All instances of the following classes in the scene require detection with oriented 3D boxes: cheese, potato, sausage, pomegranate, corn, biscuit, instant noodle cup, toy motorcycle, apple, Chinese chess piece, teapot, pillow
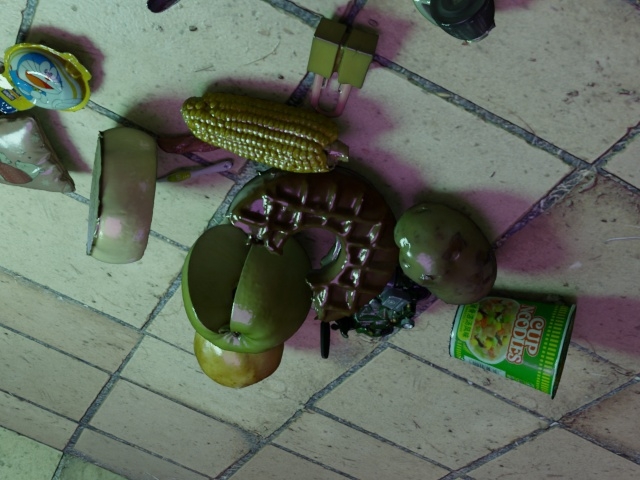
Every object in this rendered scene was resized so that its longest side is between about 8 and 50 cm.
[{"bbox_3d":[-0.545,-0.301,1.839,0.270,0.069,0.177,-10,137,35],"label":"cheese"},{"bbox_3d":[0.248,0.027,1.870,0.165,0.165,0.262,-16,144,38],"label":"potato"},{"bbox_3d":[-0.254,-0.192,1.893,0.157,0.042,0.036,-1,178,27],"label":"sausage"},{"bbox_3d":[-0.191,0.246,2.299,0.233,0.233,0.233,12,144,9],"label":"pomegranate"},{"bbox_3d":[-0.099,-0.197,1.751,0.321,0.119,0.119,14,144,11],"label":"corn"},{"bbox_3d":[0.009,-0.016,1.873,0.268,0.115,0.366,-36,121,12],"label":"biscuit"},{"bbox_3d":[0.400,0.208,2.023,0.232,0.207,0.207,12,145,19],"label":"instant noodle cup"},{"bbox_3d":[0.120,0.134,2.100,0.187,0.125,0.275,18,144,-17],"label":"toy motorcycle"},{"bbox_3d":[-0.157,0.101,2.055,0.291,0.254,0.292,11,149,7],"label":"apple"},{"bbox_3d":[-0.394,-0.088,1.889,0.112,0.270,0.270,6,147,-17],"label":"Chinese chess piece"},{"bbox_3d":[0.214,-0.351,1.457,0.092,0.124,0.091,-43,141,7],"label":"teapot"},{"bbox_3d":[-0.646,-0.185,2.024,0.223,0.084,0.236,6,146,18],"label":"pillow"}]

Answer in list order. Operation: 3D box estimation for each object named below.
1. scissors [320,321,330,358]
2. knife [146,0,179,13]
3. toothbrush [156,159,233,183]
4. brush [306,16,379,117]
[{"bbox_3d":[0.011,0.182,2.120,0.017,0.220,0.088,-25,123,19],"label":"scissors"},{"bbox_3d":[-0.172,-0.429,1.525,0.278,0.053,0.123,-17,136,40],"label":"knife"},{"bbox_3d":[-0.282,-0.135,1.991,0.263,0.026,0.022,-10,103,31],"label":"toothbrush"},{"bbox_3d":[0.026,-0.282,1.649,0.103,0.047,0.233,18,154,-1],"label":"brush"}]
